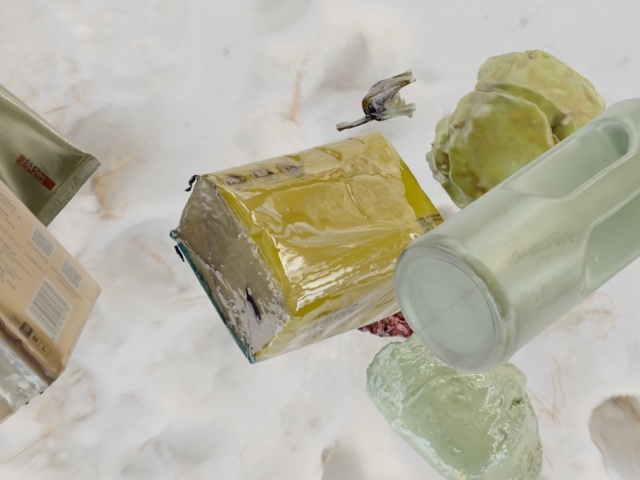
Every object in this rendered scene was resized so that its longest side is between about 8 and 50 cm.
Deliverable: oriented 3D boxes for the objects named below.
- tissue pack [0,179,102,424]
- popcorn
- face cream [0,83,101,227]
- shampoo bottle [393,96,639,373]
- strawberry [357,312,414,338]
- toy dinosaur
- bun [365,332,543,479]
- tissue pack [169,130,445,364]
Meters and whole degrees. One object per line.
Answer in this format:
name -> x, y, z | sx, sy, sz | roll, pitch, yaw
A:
tissue pack -> -0.425, 0.044, 1.381 | 0.238, 0.238, 0.305 | -38, 109, 6
popcorn -> 0.236, -0.113, 1.503 | 0.204, 0.183, 0.221 | 47, 60, 5
face cream -> -0.462, -0.167, 1.779 | 0.341, 0.084, 0.137 | 43, 96, 10
shampoo bottle -> 0.160, -0.019, 0.779 | 0.234, 0.118, 0.087 | -34, 82, -23
strawberry -> 0.112, 0.051, 1.727 | 0.236, 0.190, 0.111 | 0, 116, 2
toy dinosaur -> 0.067, -0.130, 1.186 | 0.058, 0.180, 0.037 | -17, 78, -21
bun -> 0.135, 0.156, 1.251 | 0.126, 0.212, 0.204 | -44, 108, -1
tissue pack -> 0.000, 0.000, 1.395 | 0.192, 0.271, 0.134 | 55, 137, 19
